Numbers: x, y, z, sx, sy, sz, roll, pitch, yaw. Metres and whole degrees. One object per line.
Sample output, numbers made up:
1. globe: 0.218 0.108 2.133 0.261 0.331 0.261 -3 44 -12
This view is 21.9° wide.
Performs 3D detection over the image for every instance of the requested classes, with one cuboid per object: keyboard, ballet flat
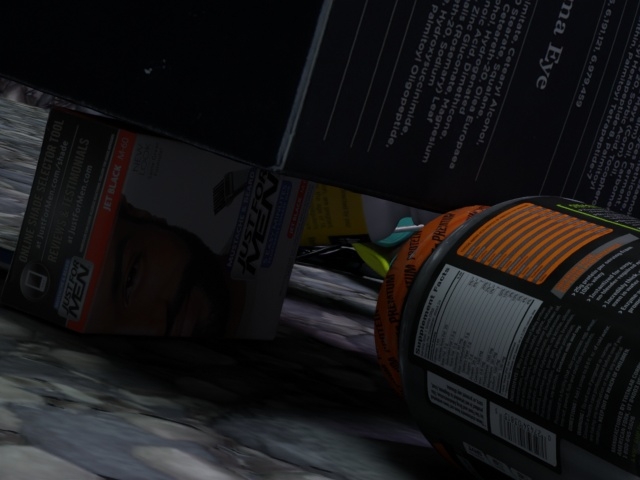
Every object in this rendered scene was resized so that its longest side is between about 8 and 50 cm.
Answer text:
1. keyboard: 0.000 0.000 1.372 0.192 0.038 0.100 12 6 -34
2. ballet flat: 0.085 0.017 1.255 0.077 0.077 0.231 50 -3 -20

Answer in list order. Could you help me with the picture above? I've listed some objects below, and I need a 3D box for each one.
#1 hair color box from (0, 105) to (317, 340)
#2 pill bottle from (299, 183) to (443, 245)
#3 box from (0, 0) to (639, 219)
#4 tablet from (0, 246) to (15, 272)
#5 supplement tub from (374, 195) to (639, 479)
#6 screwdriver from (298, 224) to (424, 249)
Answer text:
1. hair color box: -0.070 -0.004 0.786 0.053 0.093 0.167 18 5 29
2. pill bottle: -0.010 -0.055 1.099 0.208 0.119 0.119 -3 1 9
3. box: -0.008 -0.130 0.811 0.343 0.179 0.312 21 8 41
4. tablet: -0.152 0.013 0.846 0.083 0.006 0.054 18 4 13
5. supplement tub: 0.107 0.049 0.606 0.117 0.117 0.190 13 5 -31
6. screwdriver: 0.005 0.000 1.170 0.170 0.024 0.025 -3 45 -13
